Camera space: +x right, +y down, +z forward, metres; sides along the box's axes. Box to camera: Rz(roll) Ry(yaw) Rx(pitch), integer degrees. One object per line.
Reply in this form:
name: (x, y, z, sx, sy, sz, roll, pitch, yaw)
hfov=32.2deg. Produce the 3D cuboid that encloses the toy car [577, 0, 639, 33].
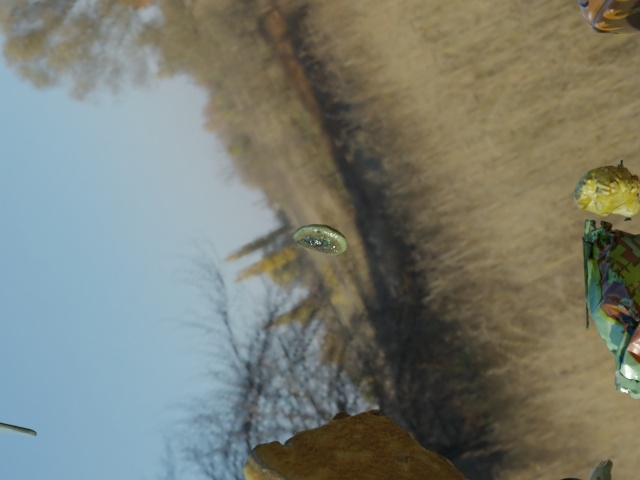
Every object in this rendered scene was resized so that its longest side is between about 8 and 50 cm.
toy car: (0.439, -0.403, 1.441, 0.271, 0.340, 0.240, 114, 144, -56)

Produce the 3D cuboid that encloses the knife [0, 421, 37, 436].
knife: (-0.324, 0.113, 0.774, 0.260, 0.063, 0.035, 24, -121, -38)

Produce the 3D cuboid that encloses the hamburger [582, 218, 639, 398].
hamburger: (0.459, 0.099, 1.511, 0.150, 0.276, 0.261, -54, 50, 46)

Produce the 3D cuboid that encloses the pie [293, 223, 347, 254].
pie: (-0.001, -0.001, 1.637, 0.084, 0.084, 0.021, 64, -145, -59)

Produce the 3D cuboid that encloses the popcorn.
popcorn: (0.355, -0.070, 1.355, 0.084, 0.084, 0.084, -26, -90, -90)

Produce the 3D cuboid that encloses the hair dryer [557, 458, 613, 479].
hair dryer: (0.401, 0.495, 1.688, 0.298, 0.118, 0.296, 5, -90, -63)

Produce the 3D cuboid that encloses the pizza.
pizza: (0.073, 0.381, 1.781, 0.278, 0.408, 0.114, -114, 41, -62)
